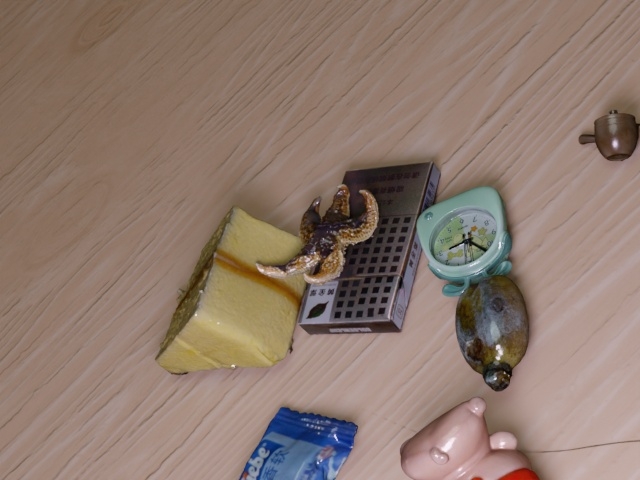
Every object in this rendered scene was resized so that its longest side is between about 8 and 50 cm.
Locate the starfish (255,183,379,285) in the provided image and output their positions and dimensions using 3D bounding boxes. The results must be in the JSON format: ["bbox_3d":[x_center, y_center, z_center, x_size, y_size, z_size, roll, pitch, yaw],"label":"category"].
[{"bbox_3d":[0.001,0.002,1.986,0.216,0.071,0.238,-25,28,15],"label":"starfish"}]

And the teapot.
[{"bbox_3d":[0.468,-0.164,1.907,0.110,0.085,0.080,-25,63,55],"label":"teapot"}]

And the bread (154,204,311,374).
[{"bbox_3d":[-0.154,0.112,2.066,0.236,0.198,0.263,-38,27,49],"label":"bread"}]

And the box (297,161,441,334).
[{"bbox_3d":[0.087,0.012,2.008,0.180,0.047,0.324,-4,53,32],"label":"box"}]

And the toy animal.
[{"bbox_3d":[0.210,0.325,1.590,0.171,0.171,0.197,-36,83,3],"label":"toy animal"}]

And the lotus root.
[{"bbox_3d":[0.258,0.139,1.764,0.113,0.088,0.192,-31,43,31],"label":"lotus root"}]

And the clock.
[{"bbox_3d":[0.237,0.008,1.902,0.148,0.060,0.188,-21,47,17],"label":"clock"}]

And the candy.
[{"bbox_3d":[-0.074,0.406,1.776,0.187,0.077,0.331,5,58,44],"label":"candy"}]
